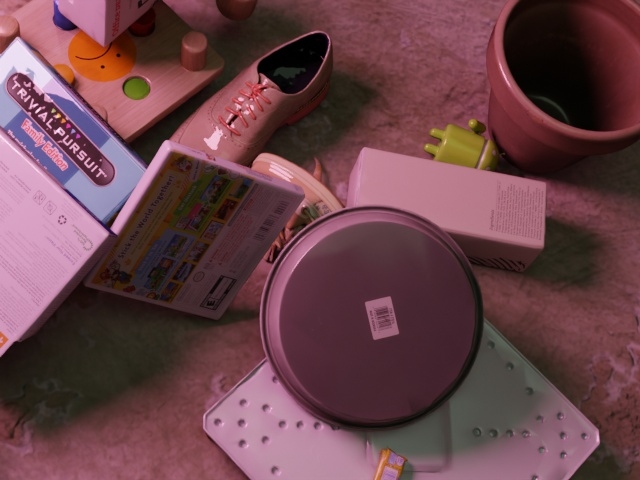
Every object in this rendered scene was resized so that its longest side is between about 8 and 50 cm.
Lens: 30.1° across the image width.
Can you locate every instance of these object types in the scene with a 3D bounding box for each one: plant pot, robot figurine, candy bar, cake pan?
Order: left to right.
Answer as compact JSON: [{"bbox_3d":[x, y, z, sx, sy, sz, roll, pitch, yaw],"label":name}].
[{"bbox_3d":[0.070,0.100,1.515,0.293,0.054,0.293,0,90,-6],"label":"cake pan"},{"bbox_3d":[0.070,0.336,1.495,0.040,0.018,0.162,24,65,-4],"label":"candy bar"},{"bbox_3d":[0.210,-0.129,1.749,0.115,0.067,0.101,22,92,-2],"label":"robot figurine"},{"bbox_3d":[0.341,-0.210,1.720,0.263,0.229,0.263,4,67,-10],"label":"plant pot"}]

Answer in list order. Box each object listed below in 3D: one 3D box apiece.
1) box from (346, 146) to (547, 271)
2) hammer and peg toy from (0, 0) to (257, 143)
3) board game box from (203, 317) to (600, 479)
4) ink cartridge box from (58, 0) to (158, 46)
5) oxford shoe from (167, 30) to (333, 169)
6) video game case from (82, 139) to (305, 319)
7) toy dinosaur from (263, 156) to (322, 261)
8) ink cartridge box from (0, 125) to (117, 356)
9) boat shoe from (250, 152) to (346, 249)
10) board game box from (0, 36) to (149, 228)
[{"bbox_3d":[0.177,-0.042,1.691,0.275,0.094,0.113,11,65,-6],"label":"box"},{"bbox_3d":[-0.274,-0.294,1.692,0.266,0.127,0.361,44,66,11],"label":"hammer and peg toy"},{"bbox_3d":[0.109,0.255,1.575,0.390,0.050,0.390,45,66,9],"label":"board game box"},{"bbox_3d":[-0.247,-0.374,1.579,0.086,0.148,0.203,39,66,7],"label":"ink cartridge box"},{"bbox_3d":[-0.114,-0.180,1.672,0.123,0.130,0.348,40,66,7],"label":"oxford shoe"},{"bbox_3d":[-0.161,-0.007,1.511,0.206,0.227,0.026,18,31,-35],"label":"video game case"},{"bbox_3d":[-0.014,-0.043,1.677,0.092,0.053,0.183,28,65,3],"label":"toy dinosaur"},{"bbox_3d":[-0.397,0.005,1.446,0.223,0.045,0.224,43,92,10],"label":"ink cartridge box"},{"bbox_3d":[0.000,0.000,1.582,0.285,0.104,0.089,44,73,10],"label":"boat shoe"},{"bbox_3d":[-0.406,-0.047,1.516,0.336,0.079,0.254,-45,81,1],"label":"board game box"}]
